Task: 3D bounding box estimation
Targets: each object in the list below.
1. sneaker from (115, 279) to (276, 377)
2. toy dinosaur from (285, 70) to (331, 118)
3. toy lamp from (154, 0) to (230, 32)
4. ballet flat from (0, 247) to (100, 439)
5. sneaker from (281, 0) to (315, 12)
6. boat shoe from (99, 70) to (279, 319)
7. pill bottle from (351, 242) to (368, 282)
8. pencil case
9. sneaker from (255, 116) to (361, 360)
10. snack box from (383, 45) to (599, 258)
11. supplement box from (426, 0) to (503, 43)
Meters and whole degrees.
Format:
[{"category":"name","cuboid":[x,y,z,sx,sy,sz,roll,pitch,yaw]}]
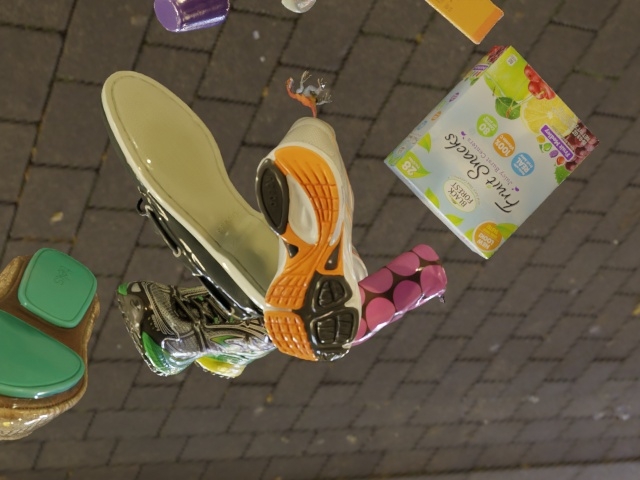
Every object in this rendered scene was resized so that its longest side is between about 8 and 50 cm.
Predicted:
[{"category":"sneaker","cuboid":[-0.155,0.100,1.421,0.146,0.134,0.343,-32,160,18]},{"category":"toy dinosaur","cuboid":[-0.025,-0.214,1.486,0.082,0.090,0.047,-4,129,40]},{"category":"toy lamp","cuboid":[-0.085,-0.327,1.242,0.275,0.080,0.080,-37,150,-32]},{"category":"ballet flat","cuboid":[-0.151,0.061,0.500,0.073,0.206,0.067,32,99,-7]},{"category":"sneaker","cuboid":[-0.053,-0.495,1.411,0.146,0.330,0.122,-23,-166,43]},{"category":"boat shoe","cuboid":[-0.157,-0.041,1.216,0.340,0.127,0.113,48,136,-10]},{"category":"pill bottle","cuboid":[0.015,0.041,1.798,0.108,0.180,0.108,-3,109,-8]},{"category":"pencil case","cuboid":[0.087,0.089,1.487,0.209,0.095,0.098,-26,175,-29]},{"category":"sneaker","cuboid":[0.000,0.000,1.012,0.099,0.121,0.262,6,125,10]},{"category":"snack box","cuboid":[0.214,-0.111,1.286,0.174,0.070,0.207,43,92,-14]},{"category":"supplement box","cuboid":[0.221,-0.456,1.846,0.233,0.080,0.078,32,106,-34]}]
